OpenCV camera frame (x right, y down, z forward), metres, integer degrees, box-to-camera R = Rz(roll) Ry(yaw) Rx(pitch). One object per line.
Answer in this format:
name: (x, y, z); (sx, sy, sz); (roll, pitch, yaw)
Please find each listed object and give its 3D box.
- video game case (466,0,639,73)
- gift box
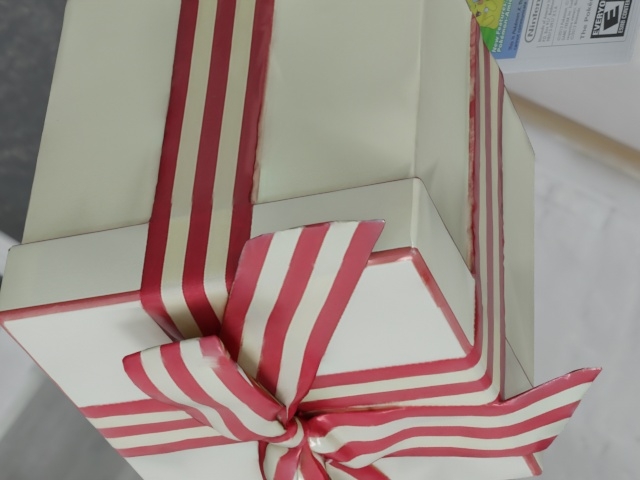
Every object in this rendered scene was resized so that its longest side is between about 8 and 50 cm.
video game case: (0.132, -0.266, 1.210); (0.300, 0.036, 0.329); (-9, 118, -42)
gift box: (0.000, 0.000, 1.013); (0.255, 0.276, 0.258); (51, 36, -46)
